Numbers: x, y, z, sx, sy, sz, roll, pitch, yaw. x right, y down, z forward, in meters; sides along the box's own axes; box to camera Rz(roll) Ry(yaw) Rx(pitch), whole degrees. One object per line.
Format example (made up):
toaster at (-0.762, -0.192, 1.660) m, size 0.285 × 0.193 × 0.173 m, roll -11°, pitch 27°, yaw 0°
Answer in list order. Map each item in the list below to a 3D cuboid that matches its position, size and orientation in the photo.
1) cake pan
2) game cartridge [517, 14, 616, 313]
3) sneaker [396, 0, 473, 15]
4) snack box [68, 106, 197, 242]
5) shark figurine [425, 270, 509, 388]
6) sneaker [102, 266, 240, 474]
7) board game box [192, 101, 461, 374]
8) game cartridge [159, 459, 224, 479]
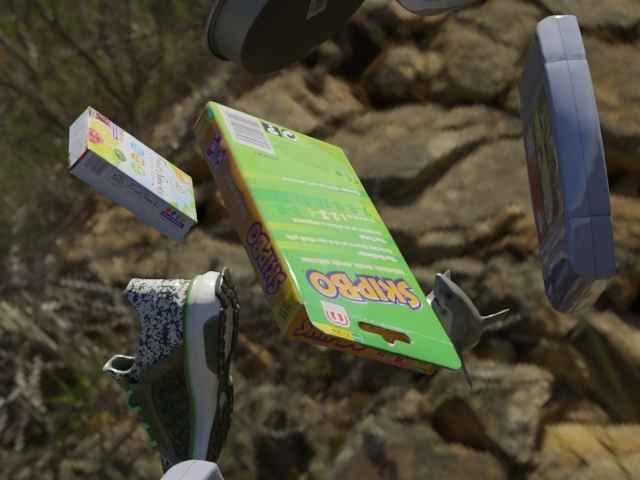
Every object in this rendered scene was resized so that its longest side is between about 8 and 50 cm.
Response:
cake pan at (-0.023, -0.329, 1.860) m, size 0.293 × 0.054 × 0.293 m, roll -38°, pitch -15°, yaw -12°
game cartridge at (0.265, -0.083, 1.525) m, size 0.060 × 0.294 × 0.196 m, roll -4°, pitch -16°, yaw -5°
sneaker at (0.149, -0.303, 1.558) m, size 0.115 × 0.105 × 0.281 m, roll -50°, pitch -3°, yaw 41°
snack box at (-0.195, -0.069, 1.458) m, size 0.037 × 0.141 × 0.100 m, roll -45°, pitch 27°, yaw 18°
shark figurine at (0.209, 0.113, 2.010) m, size 0.116 × 0.166 × 0.278 m, roll -27°, pitch -1°, yaw -5°
sneaker at (-0.226, 0.220, 2.051) m, size 0.158 × 0.182 × 0.410 m, roll -57°, pitch -25°, yaw -70°
board game box at (0.000, 0.000, 0.969) m, size 0.039 × 0.124 × 0.259 m, roll -58°, pitch 35°, yaw 22°
game cartridge at (-0.153, 0.375, 1.382) m, size 0.062 × 0.198 × 0.297 m, roll -3°, pitch 40°, yaw 27°
